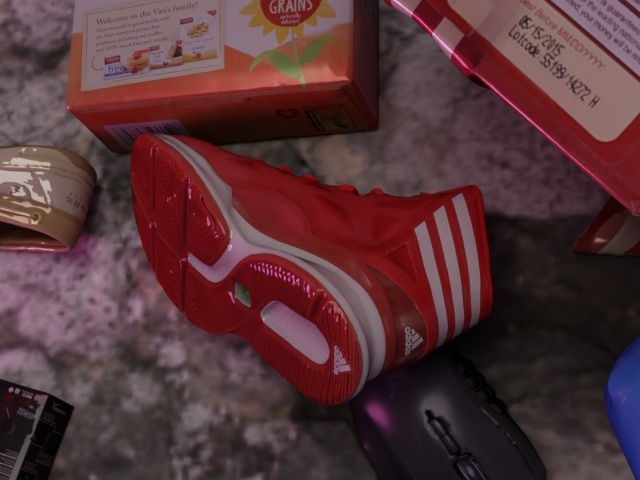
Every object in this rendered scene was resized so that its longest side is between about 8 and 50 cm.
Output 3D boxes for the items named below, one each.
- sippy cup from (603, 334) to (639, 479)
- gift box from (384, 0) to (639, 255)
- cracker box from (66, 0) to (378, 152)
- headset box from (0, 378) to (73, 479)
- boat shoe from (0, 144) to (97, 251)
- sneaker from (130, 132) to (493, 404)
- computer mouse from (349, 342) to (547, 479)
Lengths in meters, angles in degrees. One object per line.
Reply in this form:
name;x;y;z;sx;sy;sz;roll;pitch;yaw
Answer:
sippy cup;0.217;0.069;0.404;0.224;0.240;0.305;-24;67;8
gift box;0.145;-0.138;0.573;0.276;0.258;0.255;-47;66;18
cracker box;-0.048;-0.171;0.738;0.156;0.067;0.232;-4;71;14
headset box;-0.174;0.114;0.690;0.062;0.032;0.083;14;74;20
boat shoe;-0.208;-0.015;0.730;0.170;0.063;0.059;-4;64;14
sneaker;0.000;0.000;0.670;0.128;0.087;0.221;-15;38;-30
computer mouse;0.089;0.136;0.600;0.071;0.041;0.242;-38;66;0
